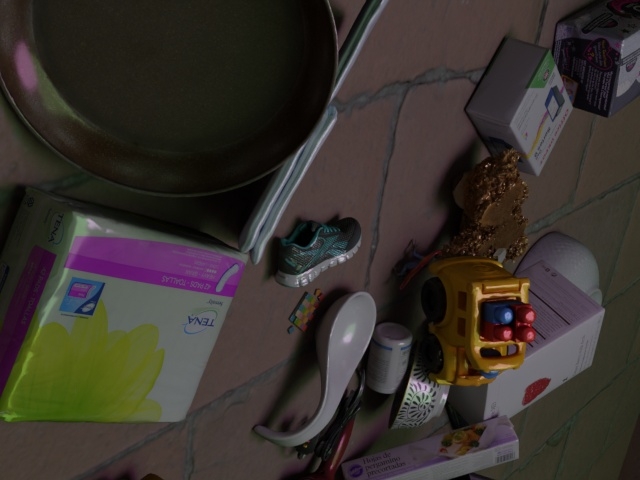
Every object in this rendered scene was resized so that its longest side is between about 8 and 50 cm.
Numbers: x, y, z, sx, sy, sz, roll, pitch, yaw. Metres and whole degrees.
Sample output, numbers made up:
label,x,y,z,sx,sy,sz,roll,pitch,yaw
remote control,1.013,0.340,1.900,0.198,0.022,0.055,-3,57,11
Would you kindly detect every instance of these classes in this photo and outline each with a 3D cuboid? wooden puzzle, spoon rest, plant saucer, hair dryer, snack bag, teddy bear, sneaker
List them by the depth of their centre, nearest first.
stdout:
label,x,y,z,sx,sy,sz,roll,pitch,yaw
plant saucer,-0.140,-0.178,0.846,0.050,0.311,0.310,-93,178,-52
snack bag,-0.005,-0.135,1.069,0.342,0.037,0.323,-62,-176,-1
sneaker,0.000,0.000,1.315,0.166,0.065,0.076,-37,134,-39
wooden puzzle,-0.023,0.107,1.401,0.083,0.006,0.049,-58,147,-11
spoon rest,0.010,0.202,1.441,0.276,0.084,0.137,-57,147,-11
hair dryer,0.025,0.382,1.580,0.224,0.080,0.293,-32,141,-49
teddy bear,0.299,-0.031,1.696,0.245,0.113,0.338,-50,151,1

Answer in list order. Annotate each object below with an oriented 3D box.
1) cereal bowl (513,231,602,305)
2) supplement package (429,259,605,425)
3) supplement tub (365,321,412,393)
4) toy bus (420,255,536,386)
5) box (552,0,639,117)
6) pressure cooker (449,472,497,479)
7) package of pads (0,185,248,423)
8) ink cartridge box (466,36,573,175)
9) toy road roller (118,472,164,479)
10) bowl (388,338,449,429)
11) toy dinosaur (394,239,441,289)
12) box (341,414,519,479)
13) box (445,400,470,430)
label,x,y,z,sx,sy,sz,roll,pitch,yaw
cereal bowl,0.538,0.158,2.116,0.339,0.141,0.338,-32,135,-39
supplement package,0.372,0.204,1.799,0.293,0.175,0.177,-27,139,-22
supplement tub,0.117,0.202,1.606,0.071,0.071,0.107,-23,129,-47
toy bus,0.275,0.151,1.530,0.150,0.211,0.220,-3,101,-22
box,0.569,-0.367,1.806,0.247,0.142,0.163,-33,136,-40
pressure cooker,0.302,0.660,1.877,0.375,0.421,0.369,140,-30,-87
package of pads,-0.225,0.086,1.010,0.297,0.101,0.229,16,97,-57
ink cartridge box,0.356,-0.231,1.639,0.154,0.093,0.212,-61,149,-8
toy road roller,-0.210,0.487,1.168,0.202,0.241,0.329,-36,138,-38
bowl,0.184,0.270,1.669,0.170,0.080,0.170,18,90,-89
toy dinosaur,0.170,0.045,1.577,0.082,0.090,0.047,-22,135,15
box,0.202,0.403,1.702,0.324,0.063,0.067,-16,132,-4
box,0.343,0.304,2.007,0.183,0.059,0.232,-53,146,-21
